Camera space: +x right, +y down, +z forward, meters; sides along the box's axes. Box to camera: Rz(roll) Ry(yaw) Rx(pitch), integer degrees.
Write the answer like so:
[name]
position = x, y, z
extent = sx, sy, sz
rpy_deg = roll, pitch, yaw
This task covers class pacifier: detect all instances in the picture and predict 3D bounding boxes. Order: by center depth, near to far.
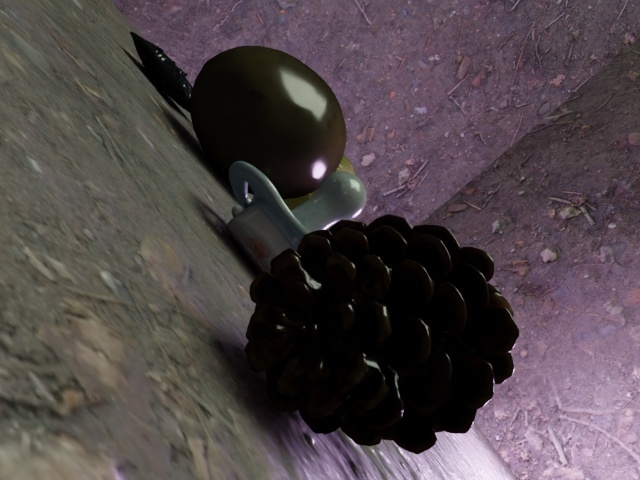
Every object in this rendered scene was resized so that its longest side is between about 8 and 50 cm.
[pacifier]
position = -0.020, -0.024, 1.053
extent = 0.287, 0.226, 0.238
rpy_deg = 51, -16, 14

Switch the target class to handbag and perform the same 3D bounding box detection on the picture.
[handbag]
position = -0.431, -0.465, 1.864
extent = 0.254, 0.089, 0.211
rpy_deg = 49, -3, 8

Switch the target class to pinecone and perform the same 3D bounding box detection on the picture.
[pinecone]
position = 0.052, 0.091, 0.629
extent = 0.246, 0.246, 0.292
rpy_deg = 51, 22, 25

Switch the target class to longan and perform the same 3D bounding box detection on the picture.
[longan]
position = -0.125, -0.279, 1.586
extent = 0.404, 0.336, 0.404
rpy_deg = 39, 12, -10

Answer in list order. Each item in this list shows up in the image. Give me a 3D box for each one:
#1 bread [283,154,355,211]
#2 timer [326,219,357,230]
[bread]
position = -0.008, -0.160, 2.204
extent = 0.237, 0.320, 0.320
rpy_deg = 30, -3, 16
[timer]
position = 0.021, 0.074, 1.435
extent = 0.175, 0.175, 0.266
rpy_deg = 48, 21, -23
